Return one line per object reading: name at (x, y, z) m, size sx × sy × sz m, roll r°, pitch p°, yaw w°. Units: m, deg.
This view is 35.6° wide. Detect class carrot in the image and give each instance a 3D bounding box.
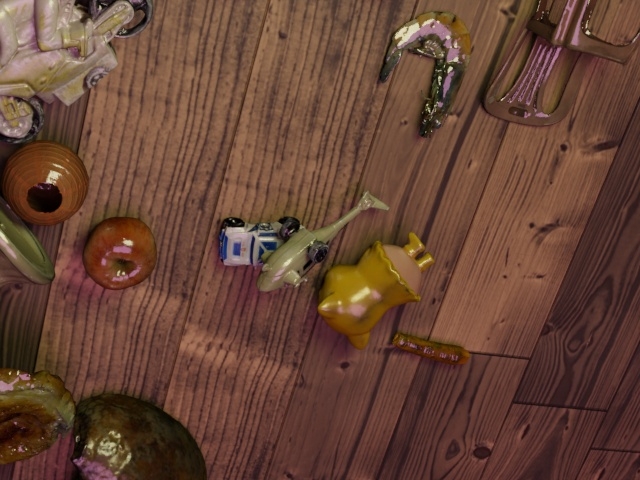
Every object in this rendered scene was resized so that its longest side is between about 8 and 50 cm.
carrot at (0.219, 0.215, 1.987) m, size 0.170 × 0.042 × 0.042 m, roll 18°, pitch 110°, yaw -23°

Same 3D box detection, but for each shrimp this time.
shrimp at (0.177, -0.286, 1.712) m, size 0.150 × 0.051 × 0.217 m, roll 7°, pitch 106°, yaw -17°

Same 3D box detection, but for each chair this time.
chair at (0.420, -0.325, 1.688) m, size 0.175 × 0.183 × 0.327 m, roll 9°, pitch 112°, yaw -21°

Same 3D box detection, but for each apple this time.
apple at (-0.338, 0.019, 1.672) m, size 0.126 × 0.102 × 0.126 m, roll -10°, pitch 124°, yaw -16°

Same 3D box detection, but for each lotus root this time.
lotus root at (-0.321, 0.419, 1.850) m, size 0.141 × 0.210 × 0.314 m, roll -27°, pitch 135°, yaw 10°

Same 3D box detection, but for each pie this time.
pie at (-0.581, 0.297, 1.662) m, size 0.354 × 0.103 × 0.288 m, roll -20°, pitch 152°, yaw 20°

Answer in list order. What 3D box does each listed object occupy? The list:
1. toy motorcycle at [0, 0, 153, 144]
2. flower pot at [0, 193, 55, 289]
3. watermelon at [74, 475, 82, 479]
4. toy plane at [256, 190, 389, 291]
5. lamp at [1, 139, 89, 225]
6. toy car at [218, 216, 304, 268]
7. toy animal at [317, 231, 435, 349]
toy motorcycle at (-0.419, -0.301, 1.478) m, size 0.340 × 0.108 × 0.223 m, roll -38°, pitch 127°, yaw 12°
flower pot at (-0.564, 0.040, 1.502) m, size 0.244 × 0.307 × 0.307 m, roll -37°, pitch 121°, yaw -5°
watermelon at (-0.425, 0.488, 1.893) m, size 0.105 × 0.105 × 0.133 m, roll -12°, pitch 162°, yaw -12°
toy plane at (0.000, 0.000, 1.722) m, size 0.286 × 0.092 × 0.108 m, roll -42°, pitch 147°, yaw -20°
lamp at (-0.433, -0.091, 1.570) m, size 0.136 × 0.136 × 0.136 m, roll -7°, pitch 118°, yaw -14°
toy car at (-0.094, 0.007, 1.761) m, size 0.170 × 0.070 × 0.080 m, roll -1°, pitch 116°, yaw -17°
toy animal at (0.104, 0.085, 1.826) m, size 0.229 × 0.156 × 0.156 m, roll -41°, pitch 121°, yaw 2°
